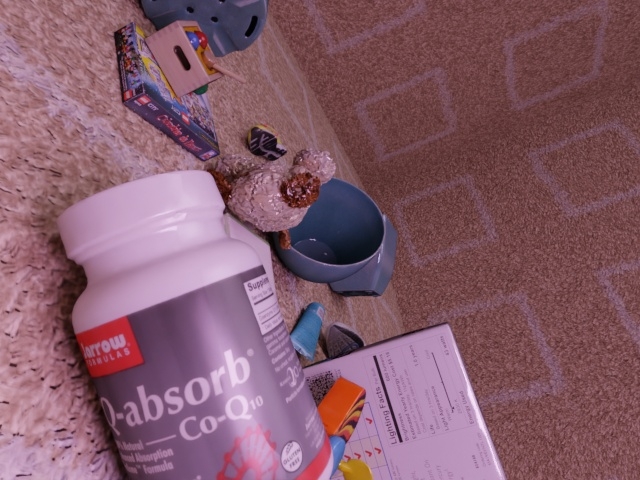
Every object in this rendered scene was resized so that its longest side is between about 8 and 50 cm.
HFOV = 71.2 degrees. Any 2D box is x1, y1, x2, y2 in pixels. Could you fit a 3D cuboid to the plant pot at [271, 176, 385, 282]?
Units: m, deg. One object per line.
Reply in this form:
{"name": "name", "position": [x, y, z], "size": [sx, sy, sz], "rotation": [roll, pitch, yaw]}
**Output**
{"name": "plant pot", "position": [0.000, 0.000, 1.176], "size": [0.195, 0.290, 0.290], "rotation": [112, -26, -50]}

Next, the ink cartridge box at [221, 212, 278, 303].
{"name": "ink cartridge box", "position": [-0.142, 0.084, 0.870], "size": [0.171, 0.056, 0.235], "rotation": [45, 30, -59]}

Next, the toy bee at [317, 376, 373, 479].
{"name": "toy bee", "position": [-0.031, 0.371, 0.746], "size": [0.195, 0.298, 0.162], "rotation": [37, -46, 45]}

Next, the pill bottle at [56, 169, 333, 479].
{"name": "pill bottle", "position": [-0.141, 0.123, 0.501], "size": [0.210, 0.210, 0.363], "rotation": [-21, 90, -76]}

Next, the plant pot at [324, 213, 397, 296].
{"name": "plant pot", "position": [0.132, 0.068, 1.587], "size": [0.248, 0.247, 0.252], "rotation": [38, 52, -65]}

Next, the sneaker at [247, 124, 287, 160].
{"name": "sneaker", "position": [-0.167, -0.298, 1.296], "size": [0.094, 0.081, 0.208], "rotation": [64, 6, 9]}

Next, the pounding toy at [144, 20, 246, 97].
{"name": "pounding toy", "position": [-0.230, -0.338, 0.850], "size": [0.130, 0.100, 0.141], "rotation": [-82, 147, -64]}

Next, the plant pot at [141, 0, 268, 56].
{"name": "plant pot", "position": [-0.243, -0.617, 0.980], "size": [0.341, 0.341, 0.334], "rotation": [47, 34, -58]}

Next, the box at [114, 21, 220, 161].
{"name": "box", "position": [-0.284, -0.271, 0.854], "size": [0.233, 0.044, 0.159], "rotation": [38, 34, -65]}

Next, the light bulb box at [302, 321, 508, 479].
{"name": "light bulb box", "position": [0.152, 0.389, 0.919], "size": [0.225, 0.361, 0.358], "rotation": [31, 41, -71]}

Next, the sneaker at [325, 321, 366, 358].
{"name": "sneaker", "position": [0.076, 0.310, 1.338], "size": [0.129, 0.111, 0.297], "rotation": [61, 1, 39]}

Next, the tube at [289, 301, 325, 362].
{"name": "tube", "position": [-0.030, 0.221, 1.114], "size": [0.080, 0.052, 0.207], "rotation": [35, 20, -2]}

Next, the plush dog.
{"name": "plush dog", "position": [-0.105, -0.084, 0.892], "size": [0.225, 0.262, 0.211], "rotation": [-4, 92, -80]}
